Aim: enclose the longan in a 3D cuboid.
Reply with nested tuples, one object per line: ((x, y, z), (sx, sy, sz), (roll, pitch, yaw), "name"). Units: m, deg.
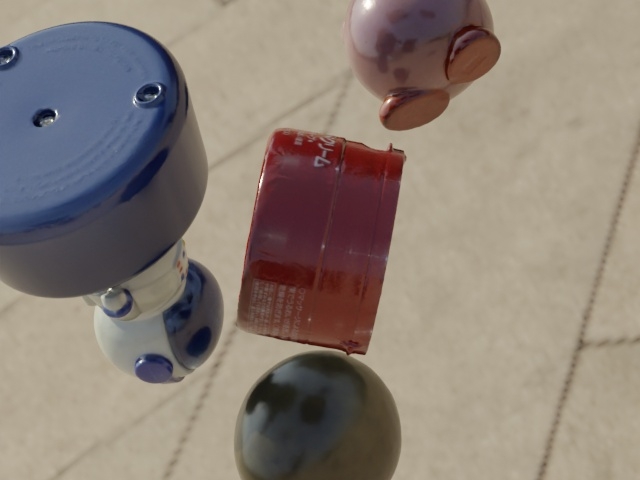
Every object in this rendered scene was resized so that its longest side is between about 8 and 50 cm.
((-0.001, 0.215, 2.000), (0.185, 0.204, 0.159), (-27, 22, -33), "longan")

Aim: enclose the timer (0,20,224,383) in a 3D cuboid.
((-0.202, 0.000, 1.944), (0.270, 0.383, 0.270), (-11, 49, 13), "timer")

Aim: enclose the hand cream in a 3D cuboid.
((0.000, 0.000, 1.719), (0.125, 0.193, 0.193), (10, 41, -1), "hand cream")

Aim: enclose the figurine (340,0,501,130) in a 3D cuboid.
((0.107, -0.230, 2.138), (0.173, 0.173, 0.173), (-21, 35, 15), "figurine")
